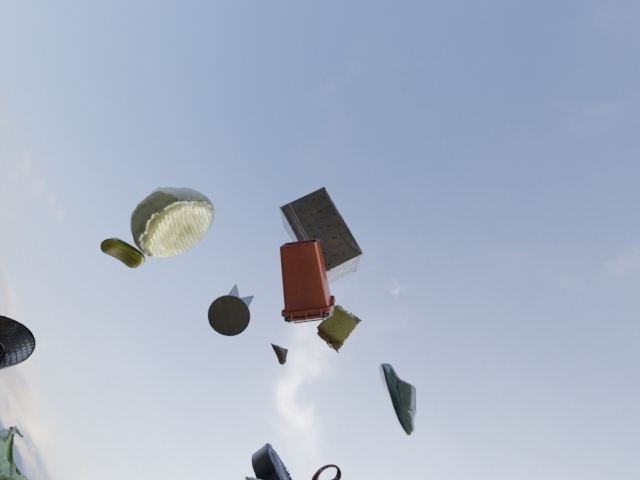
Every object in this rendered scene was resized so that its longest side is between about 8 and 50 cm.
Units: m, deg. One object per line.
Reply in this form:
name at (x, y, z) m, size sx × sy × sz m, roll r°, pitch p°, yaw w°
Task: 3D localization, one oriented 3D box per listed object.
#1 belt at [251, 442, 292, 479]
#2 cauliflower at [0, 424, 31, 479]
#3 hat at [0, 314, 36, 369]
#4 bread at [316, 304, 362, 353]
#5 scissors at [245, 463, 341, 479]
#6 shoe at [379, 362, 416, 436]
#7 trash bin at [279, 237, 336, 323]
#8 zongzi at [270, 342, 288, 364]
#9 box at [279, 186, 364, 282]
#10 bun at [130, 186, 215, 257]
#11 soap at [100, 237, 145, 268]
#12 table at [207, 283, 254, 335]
belt at (-0.148, 0.747, 1.333) m, size 0.151 × 0.078 × 0.198 m, roll 60°, pitch -10°, yaw -31°
cauliflower at (-0.949, 0.681, 1.162) m, size 0.260 × 0.326 × 0.281 m, roll 105°, pitch -31°, yaw -73°
hat at (-0.736, 0.243, 0.910) m, size 0.193 × 0.193 × 0.082 m, roll 36°, pitch -75°, yaw 24°
bread at (0.075, 0.327, 1.558) m, size 0.127 × 0.152 × 0.147 m, roll 37°, pitch -91°, yaw 24°
scissors at (-0.063, 0.570, 0.934) m, size 0.017 × 0.247 × 0.144 m, roll -14°, pitch -118°, yaw 57°
shoe at (0.281, 0.532, 1.443) m, size 0.103 × 0.100 × 0.251 m, roll 80°, pitch -10°, yaw -58°
trash bin at (-0.047, 0.119, 1.256) m, size 0.161 × 0.184 × 0.239 m, roll -8°, pitch -83°, yaw 5°
zongzi at (-0.173, 0.458, 1.712) m, size 0.083 × 0.076 × 0.040 m, roll 35°, pitch -65°, yaw -17°
box at (0.000, 0.000, 1.547) m, size 0.297 × 0.190 × 0.225 m, roll 63°, pitch -10°, yaw 17°
bun at (-0.486, -0.072, 1.375) m, size 0.146 × 0.287 × 0.287 m, roll 47°, pitch -50°, yaw 24°
soap at (-0.618, 0.038, 1.324) m, size 0.089 × 0.045 × 0.140 m, roll -23°, pitch -49°, yaw 36°
table at (-0.356, 0.273, 1.743) m, size 0.167 × 0.227 × 0.167 m, roll 0°, pitch -80°, yaw -1°
